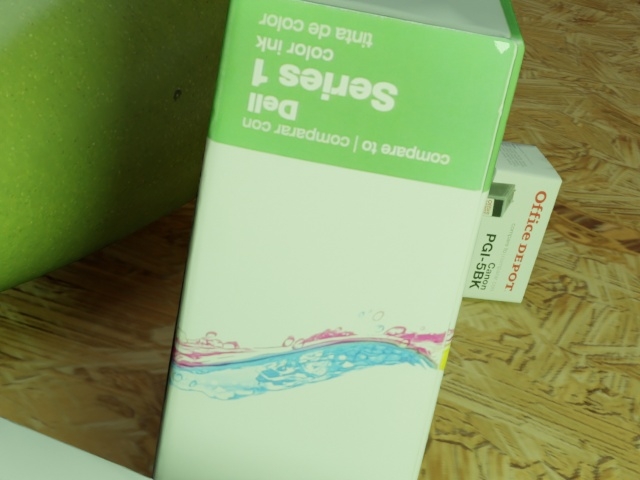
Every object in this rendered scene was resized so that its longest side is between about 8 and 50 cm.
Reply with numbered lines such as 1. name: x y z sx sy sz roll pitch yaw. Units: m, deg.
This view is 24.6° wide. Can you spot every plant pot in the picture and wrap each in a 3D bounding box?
1. plant pot: -0.173 -0.092 0.855 0.275 0.275 0.293 21 40 13

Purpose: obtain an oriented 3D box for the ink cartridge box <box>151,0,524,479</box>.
1. ink cartridge box: 0.000 0.000 0.683 0.117 0.278 0.201 10 24 -3

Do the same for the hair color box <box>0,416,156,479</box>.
1. hair color box: -0.063 0.174 0.475 0.339 0.110 0.185 18 25 12

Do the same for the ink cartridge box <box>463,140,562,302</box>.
1. ink cartridge box: 0.081 -0.018 0.985 0.135 0.099 0.056 6 25 -18
